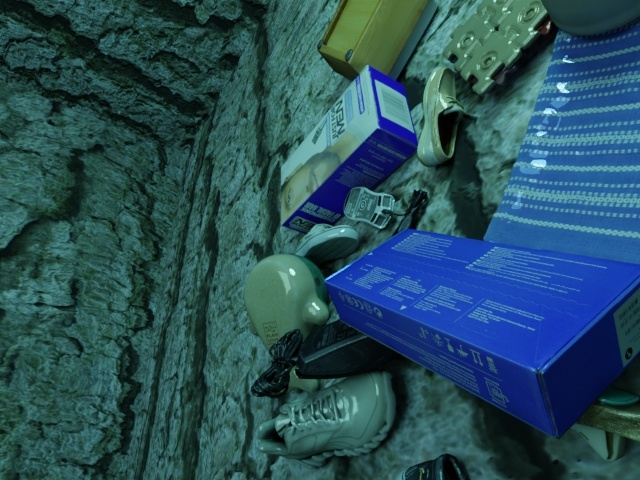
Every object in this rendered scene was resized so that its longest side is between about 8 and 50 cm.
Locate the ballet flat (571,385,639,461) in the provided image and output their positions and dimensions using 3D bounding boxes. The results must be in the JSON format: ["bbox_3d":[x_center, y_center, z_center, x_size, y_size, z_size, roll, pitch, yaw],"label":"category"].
[{"bbox_3d":[0.268,0.162,0.374,0.206,0.073,0.067,-1,82,63],"label":"ballet flat"}]

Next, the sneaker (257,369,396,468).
[{"bbox_3d":[0.004,0.287,0.703,0.292,0.118,0.110,-46,35,35],"label":"sneaker"}]

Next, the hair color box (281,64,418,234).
[{"bbox_3d":[0.041,-0.172,0.941,0.339,0.110,0.185,-43,39,43],"label":"hair color box"}]

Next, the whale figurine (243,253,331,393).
[{"bbox_3d":[-0.050,0.161,0.892,0.216,0.141,0.271,-21,78,38],"label":"whale figurine"}]

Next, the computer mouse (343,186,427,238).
[{"bbox_3d":[0.112,-0.056,0.813,0.193,0.042,0.105,28,102,56],"label":"computer mouse"}]

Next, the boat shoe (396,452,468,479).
[{"bbox_3d":[0.137,0.337,0.489,0.083,0.065,0.183,-49,34,36],"label":"boat shoe"}]

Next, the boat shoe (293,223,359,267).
[{"bbox_3d":[0.000,0.000,0.924,0.226,0.083,0.075,-29,50,52],"label":"boat shoe"}]

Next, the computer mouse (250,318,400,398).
[{"bbox_3d":[0.039,0.167,0.689,0.272,0.072,0.188,-26,8,16],"label":"computer mouse"}]

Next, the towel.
[{"bbox_3d":[0.325,-0.123,0.485,0.243,0.040,0.335,17,87,61],"label":"towel"}]

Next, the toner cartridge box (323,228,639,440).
[{"bbox_3d":[0.160,0.070,0.519,0.165,0.075,0.348,-29,19,-21],"label":"toner cartridge box"}]

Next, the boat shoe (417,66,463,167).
[{"bbox_3d":[0.205,-0.205,0.728,0.059,0.063,0.169,2,84,58],"label":"boat shoe"}]

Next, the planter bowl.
[{"bbox_3d":[0.312,-0.334,0.496,0.162,0.109,0.162,-26,56,47],"label":"planter bowl"}]

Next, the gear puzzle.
[{"bbox_3d":[0.329,-0.373,0.638,0.339,0.044,0.175,-49,36,31],"label":"gear puzzle"}]

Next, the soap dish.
[{"bbox_3d":[0.111,-0.476,0.999,0.228,0.118,0.291,-60,29,18],"label":"soap dish"}]
